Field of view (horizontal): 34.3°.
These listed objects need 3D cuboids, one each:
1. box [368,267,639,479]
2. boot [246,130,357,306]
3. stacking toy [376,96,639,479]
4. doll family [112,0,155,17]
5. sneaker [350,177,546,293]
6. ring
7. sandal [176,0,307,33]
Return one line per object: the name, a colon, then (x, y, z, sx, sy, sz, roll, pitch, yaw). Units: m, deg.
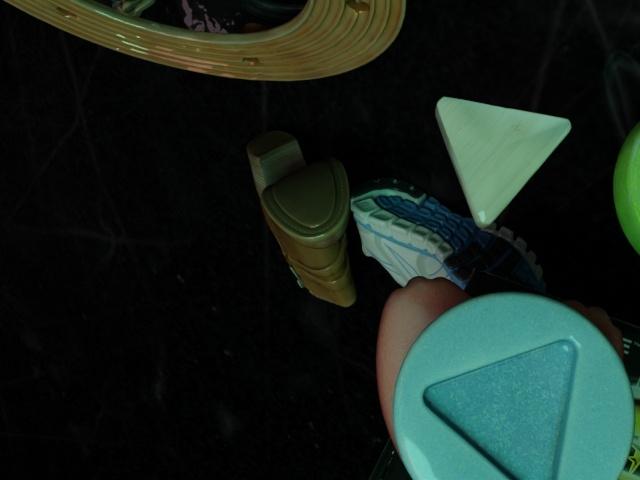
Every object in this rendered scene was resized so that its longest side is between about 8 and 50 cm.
box: (0.203, 0.178, 0.678, 0.322, 0.257, 0.079, 21, 141, 16)
boot: (0.000, 0.000, 0.902, 0.197, 0.073, 0.152, -119, 8, -61)
stacking toy: (0.187, 0.033, 0.586, 0.308, 0.130, 0.280, 1, 82, 2)
doll family: (-0.168, -0.274, 0.901, 0.193, 0.076, 0.111, -33, 94, 34)
sneaker: (0.106, 0.020, 0.868, 0.190, 0.071, 0.083, 34, 143, 33)
ring: (-0.109, -0.187, 0.632, 0.336, 0.032, 0.336, 13, 166, 3)
sandal: (0.029, -0.233, 0.697, 0.445, 0.107, 0.168, -14, 108, 42)
